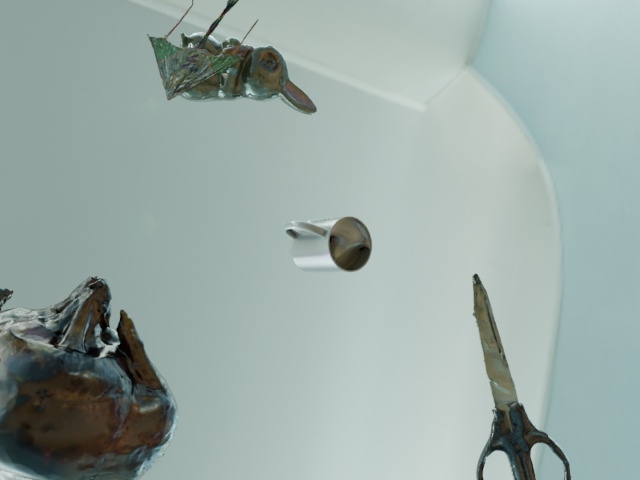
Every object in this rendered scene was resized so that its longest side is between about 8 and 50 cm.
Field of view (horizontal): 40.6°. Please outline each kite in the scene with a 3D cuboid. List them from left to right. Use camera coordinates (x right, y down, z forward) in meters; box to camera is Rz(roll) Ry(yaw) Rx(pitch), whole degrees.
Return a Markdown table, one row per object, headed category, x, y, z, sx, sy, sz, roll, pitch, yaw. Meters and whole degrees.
| category | x | y | z | sx | sy | sz | roll | pitch | yaw |
| --- | --- | --- | --- | --- | --- | --- | --- | --- | --- |
| kite | -0.175 | -0.308 | 1.307 | 0.198 | 0.006 | 0.244 | 5 | -50 | -52 |

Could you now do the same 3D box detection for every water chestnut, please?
| category | x | y | z | sx | sy | sz | roll | pitch | yaw |
| --- | --- | --- | --- | --- | --- | --- | --- | --- | --- |
| water chestnut | -0.321 | 0.195 | 1.077 | 0.244 | 0.289 | 0.289 | -47 | -60 | -30 |

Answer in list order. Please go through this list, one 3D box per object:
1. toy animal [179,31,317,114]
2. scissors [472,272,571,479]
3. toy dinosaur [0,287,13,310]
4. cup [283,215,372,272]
| category | x | y | z | sx | sy | sz | roll | pitch | yaw |
| --- | --- | --- | --- | --- | --- | --- | --- | --- | --- |
| toy animal | -0.123 | -0.279 | 1.463 | 0.251 | 0.127 | 0.125 | 11 | -57 | -7 |
| scissors | 0.209 | 0.178 | 0.978 | 0.109 | 0.022 | 0.300 | -14 | -76 | 5 |
| toy dinosaur | -0.487 | 0.095 | 1.160 | 0.154 | 0.055 | 0.049 | -19 | -105 | -13 |
| cup | 0.008 | -0.005 | 1.559 | 0.099 | 0.133 | 0.136 | -45 | -68 | -27 |
